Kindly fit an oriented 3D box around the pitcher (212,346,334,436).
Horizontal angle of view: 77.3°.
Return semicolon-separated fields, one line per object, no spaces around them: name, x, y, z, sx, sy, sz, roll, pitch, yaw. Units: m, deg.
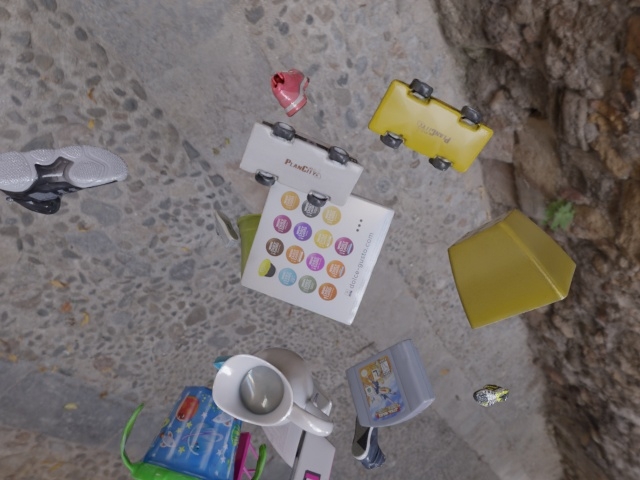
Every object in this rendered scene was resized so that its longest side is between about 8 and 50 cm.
pitcher;-0.056;0.246;0.636;0.125;0.178;0.207;-60;167;-11

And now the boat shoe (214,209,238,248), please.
boat shoe;-0.460;-0.053;1.880;0.081;0.227;0.079;-45;142;13

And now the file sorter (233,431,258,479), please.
file sorter;-0.286;0.711;1.077;0.202;0.290;0.182;-11;120;12

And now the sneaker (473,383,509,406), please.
sneaker;0.318;0.293;0.762;0.083;0.035;0.031;6;91;-25

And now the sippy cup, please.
sippy cup;-0.298;0.489;0.982;0.305;0.240;0.224;49;45;-38

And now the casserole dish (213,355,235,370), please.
casserole dish;-0.404;0.547;1.779;0.114;0.037;0.188;-4;149;2

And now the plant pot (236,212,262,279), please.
plant pot;-0.213;0.059;1.609;0.276;0.276;0.253;20;66;-41

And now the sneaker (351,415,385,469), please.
sneaker;0.200;0.764;1.556;0.163;0.086;0.226;56;41;-28

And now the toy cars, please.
toy cars;0.068;-0.161;0.651;0.394;0.087;0.176;-15;124;6

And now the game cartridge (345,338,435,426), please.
game cartridge;0.195;0.437;1.187;0.062;0.198;0.297;10;142;-34

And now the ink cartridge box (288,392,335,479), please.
ink cartridge box;-0.042;0.467;0.665;0.069;0.371;0.175;16;133;2

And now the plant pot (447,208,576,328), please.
plant pot;0.421;0.050;0.927;0.212;0.187;0.212;-36;173;39

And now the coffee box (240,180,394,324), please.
coffee box;0.000;0.000;1.218;0.334;0.338;0.337;20;100;3

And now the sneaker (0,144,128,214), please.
sneaker;-0.592;-0.138;0.930;0.269;0.101;0.153;-8;159;-25

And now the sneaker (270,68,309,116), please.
sneaker;-0.123;-0.602;1.521;0.116;0.313;0.136;-33;127;23

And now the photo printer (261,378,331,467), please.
photo printer;-0.095;0.545;1.262;0.107;0.256;0.307;-12;125;-39
